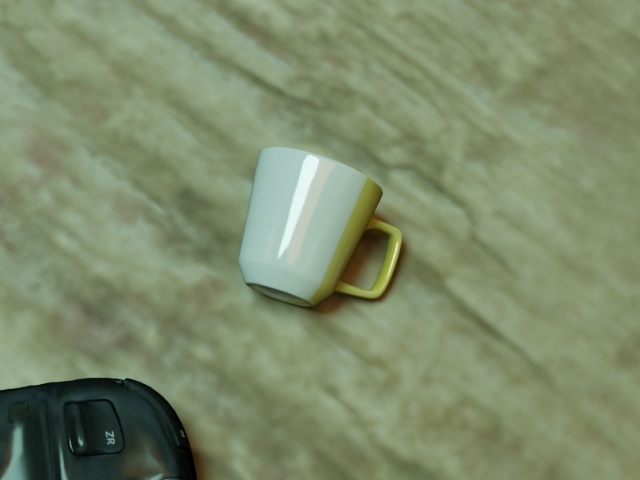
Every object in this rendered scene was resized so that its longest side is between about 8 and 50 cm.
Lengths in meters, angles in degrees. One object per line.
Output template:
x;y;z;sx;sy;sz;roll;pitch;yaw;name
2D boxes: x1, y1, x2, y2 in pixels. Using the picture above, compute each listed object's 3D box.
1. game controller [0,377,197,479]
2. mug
-0.121;0.216;0.458;0.167;0.067;0.319;-11;72;6;game controller
-0.002;-0.001;0.536;0.078;0.062;0.064;17;79;7;mug
